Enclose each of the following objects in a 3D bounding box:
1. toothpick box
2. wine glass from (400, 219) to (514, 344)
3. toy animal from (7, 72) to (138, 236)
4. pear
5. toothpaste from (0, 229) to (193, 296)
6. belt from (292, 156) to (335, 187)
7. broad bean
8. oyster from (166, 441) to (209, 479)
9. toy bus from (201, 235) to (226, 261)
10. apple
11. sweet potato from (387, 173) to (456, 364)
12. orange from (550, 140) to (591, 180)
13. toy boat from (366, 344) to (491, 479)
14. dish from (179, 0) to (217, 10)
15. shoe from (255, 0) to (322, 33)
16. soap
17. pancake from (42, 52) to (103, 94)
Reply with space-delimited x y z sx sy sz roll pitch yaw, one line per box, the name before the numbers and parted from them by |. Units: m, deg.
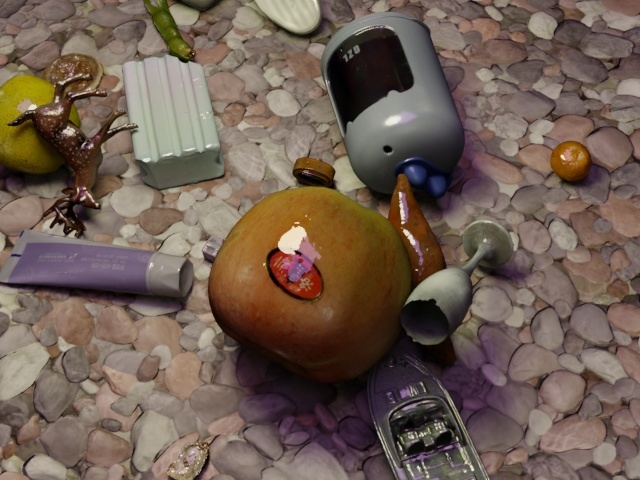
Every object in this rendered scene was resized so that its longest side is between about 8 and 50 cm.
toothpick box | 0.156 -0.243 1.880 0.263 0.263 0.355 -11 56 -5
wine glass | 0.305 0.111 1.608 0.264 0.096 0.309 32 36 13
toy animal | -0.477 -0.166 1.849 0.260 0.087 0.243 -44 99 -5
pear | -0.581 -0.229 1.925 0.198 0.198 0.198 -1 55 2
toothpaste | -0.423 0.045 1.793 0.371 0.080 0.125 7 56 13
belt | -0.014 -0.133 1.905 0.083 0.059 0.036 17 58 1
broad bean | -0.347 -0.487 2.171 0.052 0.053 0.256 3 45 -43
oyster | -0.214 0.367 1.589 0.054 0.019 0.083 28 63 22
toy bus | -0.160 0.034 1.807 0.130 0.037 0.052 24 62 19
apple | -0.009 0.063 1.597 0.338 0.338 0.305 26 78 19
sweet potato | 0.175 0.053 1.730 0.112 0.112 0.359 -9 79 -4
orange | 0.494 -0.157 1.892 0.083 0.070 0.083 2 69 -5
toy boat | 0.160 0.303 1.573 0.141 0.092 0.320 -17 55 -9
dish | -0.307 -0.614 2.242 0.212 0.077 0.151 28 59 20
shoe | -0.098 -0.614 2.217 0.131 0.160 0.363 -36 77 15
soap | -0.306 -0.251 1.978 0.172 0.095 0.290 -12 55 -5
pancake | -0.548 -0.362 2.109 0.139 0.022 0.140 -2 56 2
